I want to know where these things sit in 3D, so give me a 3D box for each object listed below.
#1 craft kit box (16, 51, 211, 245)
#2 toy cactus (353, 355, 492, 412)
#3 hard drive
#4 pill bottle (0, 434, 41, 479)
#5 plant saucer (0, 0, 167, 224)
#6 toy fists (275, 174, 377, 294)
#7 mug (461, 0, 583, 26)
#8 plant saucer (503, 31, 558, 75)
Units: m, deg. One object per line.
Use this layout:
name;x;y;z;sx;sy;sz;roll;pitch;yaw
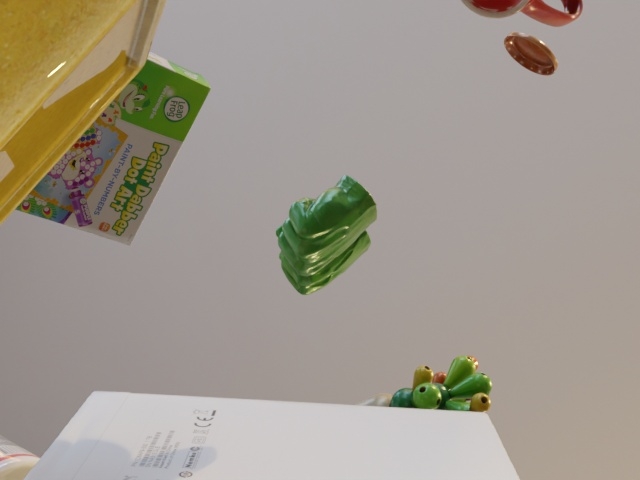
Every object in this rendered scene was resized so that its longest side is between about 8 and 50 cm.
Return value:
craft kit box;-0.303;-0.140;0.978;0.250;0.246;0.061;-60;-143;16
toy cactus;0.113;0.198;0.888;0.180;0.219;0.112;-19;-97;15
hard drive;-0.030;0.184;0.594;0.352;0.233;0.047;3;-79;0
pill bottle;-0.493;0.335;1.064;0.283;0.161;0.161;10;-77;39
plant saucer;-0.191;-0.067;0.426;0.081;0.332;0.333;41;-102;-12
toy fists;0.000;0.000;1.187;0.142;0.279;0.096;-42;-102;-13
mug;0.231;-0.306;0.848;0.150;0.169;0.113;33;-46;9
plant saucer;0.293;-0.260;1.077;0.083;0.083;0.013;35;-96;21
